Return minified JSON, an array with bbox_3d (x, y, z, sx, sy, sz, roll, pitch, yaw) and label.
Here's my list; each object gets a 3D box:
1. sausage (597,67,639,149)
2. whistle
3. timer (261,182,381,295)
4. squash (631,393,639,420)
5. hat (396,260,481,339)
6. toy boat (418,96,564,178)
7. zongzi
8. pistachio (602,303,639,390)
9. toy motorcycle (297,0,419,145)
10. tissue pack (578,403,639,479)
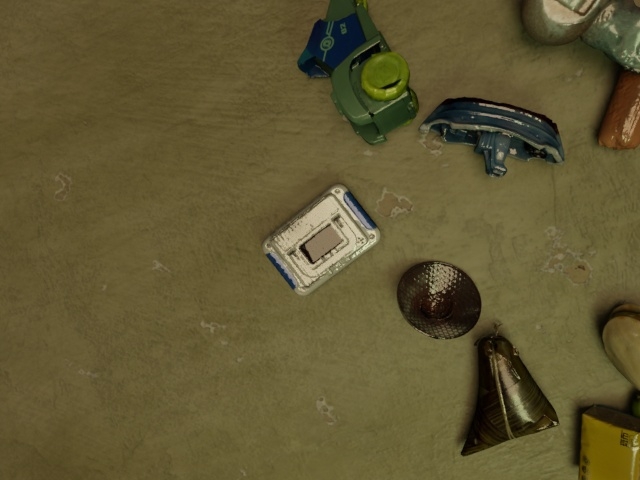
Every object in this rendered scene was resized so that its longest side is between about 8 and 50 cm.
[{"bbox_3d":[0.665,-0.327,0.948,0.086,0.086,0.288,18,97,6],"label":"sausage"},{"bbox_3d":[0.546,-0.446,0.908,0.348,0.189,0.189,35,99,7],"label":"whistle"},{"bbox_3d":[0.000,0.000,1.081,0.254,0.078,0.178,-39,90,10],"label":"timer"},{"bbox_3d":[0.762,0.423,1.012,0.095,0.095,0.188,-42,85,10],"label":"squash"},{"bbox_3d":[0.267,0.149,1.062,0.193,0.082,0.192,0,59,-1],"label":"hat"},{"bbox_3d":[0.365,-0.213,0.979,0.310,0.129,0.142,16,83,8],"label":"toy boat"},{"bbox_3d":[0.373,0.355,1.054,0.241,0.111,0.247,-31,85,16],"label":"zongzi"},{"bbox_3d":[0.701,0.244,0.981,0.144,0.144,0.215,-36,80,10],"label":"pistachio"},{"bbox_3d":[0.067,-0.376,0.995,0.200,0.191,0.326,-30,76,14],"label":"toy motorcycle"},{"bbox_3d":[0.646,0.469,1.009,0.120,0.082,0.169,8,100,50],"label":"tissue pack"}]
